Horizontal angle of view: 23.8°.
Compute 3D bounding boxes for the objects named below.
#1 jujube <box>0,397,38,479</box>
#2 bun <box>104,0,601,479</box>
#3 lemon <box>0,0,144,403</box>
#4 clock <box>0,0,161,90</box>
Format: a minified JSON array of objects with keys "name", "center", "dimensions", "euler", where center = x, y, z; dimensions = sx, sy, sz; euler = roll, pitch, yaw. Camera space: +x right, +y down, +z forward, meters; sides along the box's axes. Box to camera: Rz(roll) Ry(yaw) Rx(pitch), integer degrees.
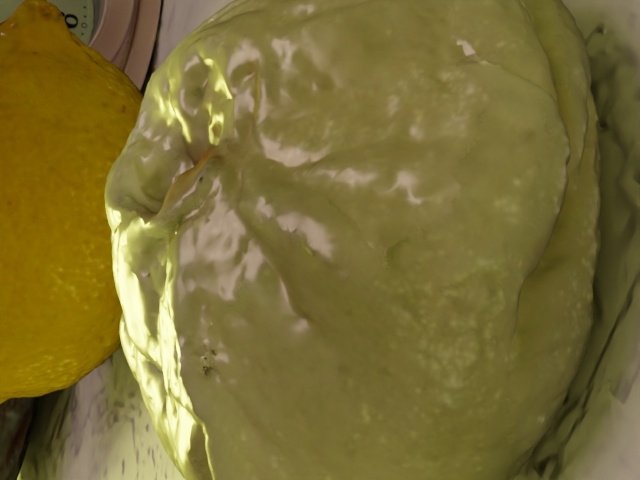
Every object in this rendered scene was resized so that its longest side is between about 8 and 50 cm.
[{"name":"jujube","center":[-0.302,0.086,1.084],"dimensions":[0.246,0.215,0.308],"euler":[-9,64,41]},{"name":"bun","center":[0.000,0.000,0.511],"dimensions":[0.220,0.134,0.220],"euler":[-45,36,46]},{"name":"lemon","center":[-0.181,-0.013,0.882],"dimensions":[0.188,0.188,0.257],"euler":[-138,60,-65]},{"name":"clock","center":[-0.244,-0.207,1.038],"dimensions":[0.080,0.275,0.290],"euler":[137,144,-60]}]
